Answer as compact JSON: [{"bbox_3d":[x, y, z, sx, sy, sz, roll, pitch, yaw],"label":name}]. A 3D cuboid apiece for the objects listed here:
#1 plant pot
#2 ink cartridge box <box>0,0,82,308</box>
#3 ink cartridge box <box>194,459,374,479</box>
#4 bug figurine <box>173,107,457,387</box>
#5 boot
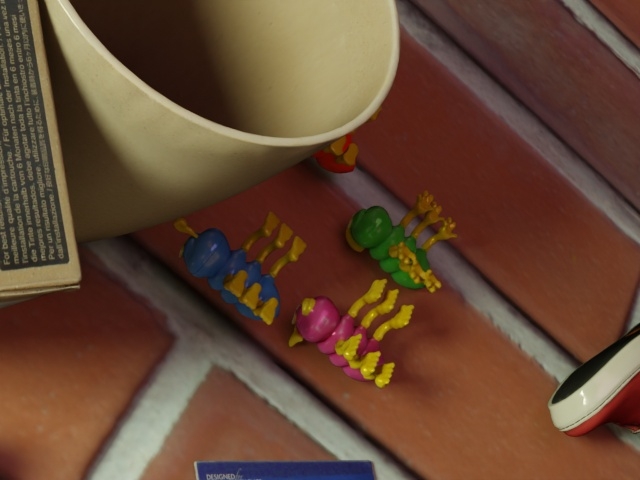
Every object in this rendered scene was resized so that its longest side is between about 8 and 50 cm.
[{"bbox_3d":[-0.128,-0.109,0.899,0.256,0.274,0.256,18,54,-27],"label":"plant pot"},{"bbox_3d":[-0.239,-0.048,0.779,0.088,0.234,0.193,-6,84,-38],"label":"ink cartridge box"},{"bbox_3d":[0.019,0.300,0.918,0.165,0.065,0.333,4,61,-35],"label":"ink cartridge box"},{"bbox_3d":[0.000,0.000,1.072,0.216,0.072,0.279,45,42,-15],"label":"bug figurine"},{"bbox_3d":[0.314,0.165,1.208,0.244,0.088,0.176,-22,81,-46],"label":"boot"}]
